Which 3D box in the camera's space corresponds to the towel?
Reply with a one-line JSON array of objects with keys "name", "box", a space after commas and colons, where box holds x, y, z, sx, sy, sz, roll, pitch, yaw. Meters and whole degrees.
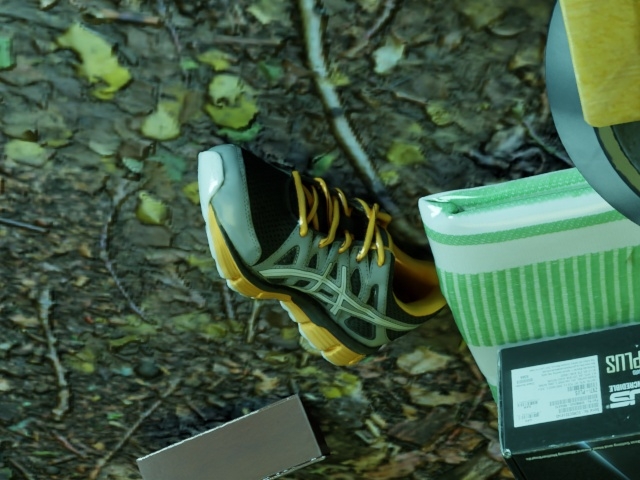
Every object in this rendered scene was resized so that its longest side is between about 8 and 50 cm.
[{"name": "towel", "box": [0.217, 0.054, 1.034, 0.248, 0.038, 0.325, -12, 141, 17]}]

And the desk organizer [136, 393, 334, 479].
[{"name": "desk organizer", "box": [-0.062, 0.156, 1.199, 0.130, 0.050, 0.047, -23, 172, 6]}]

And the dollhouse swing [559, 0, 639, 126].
[{"name": "dollhouse swing", "box": [0.219, -0.251, 0.498, 0.347, 0.315, 0.305, -8, 153, 13]}]

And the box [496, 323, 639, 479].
[{"name": "box", "box": [0.214, 0.118, 1.024, 0.180, 0.077, 0.147, -12, 142, 18]}]

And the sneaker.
[{"name": "sneaker", "box": [0.000, 0.000, 0.979, 0.083, 0.084, 0.215, -20, 147, 22]}]

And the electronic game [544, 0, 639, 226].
[{"name": "electronic game", "box": [0.227, -0.089, 0.834, 0.229, 0.048, 0.229, 4, 121, 7]}]
